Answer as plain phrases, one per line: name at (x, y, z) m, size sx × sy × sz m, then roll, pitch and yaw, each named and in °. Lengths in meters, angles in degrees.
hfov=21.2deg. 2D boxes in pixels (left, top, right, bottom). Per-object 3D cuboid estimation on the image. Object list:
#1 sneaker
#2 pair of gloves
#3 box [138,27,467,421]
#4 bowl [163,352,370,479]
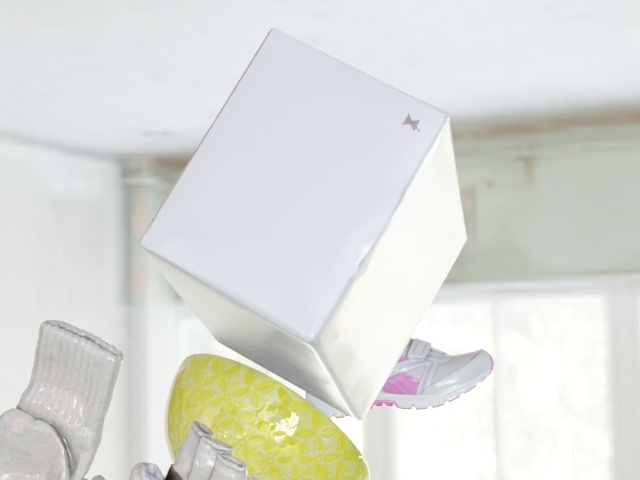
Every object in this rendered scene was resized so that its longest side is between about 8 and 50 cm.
sneaker at (0.094, 0.158, 2.189) m, size 0.252 × 0.111 × 0.103 m, roll -8°, pitch -175°, yaw 4°
pair of gloves at (-0.157, 0.197, 1.301) m, size 0.240 × 0.204 × 0.042 m, roll 34°, pitch -155°, yaw 17°
box at (0.000, 0.000, 1.493) m, size 0.168 × 0.215 × 0.345 m, roll 28°, pitch 169°, yaw 14°
bowl at (-0.098, 0.293, 2.197) m, size 0.289 × 0.156 × 0.289 m, roll 29°, pitch 156°, yaw 14°
